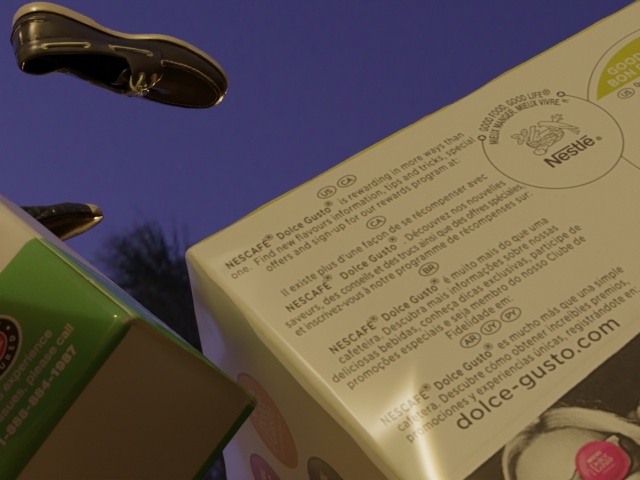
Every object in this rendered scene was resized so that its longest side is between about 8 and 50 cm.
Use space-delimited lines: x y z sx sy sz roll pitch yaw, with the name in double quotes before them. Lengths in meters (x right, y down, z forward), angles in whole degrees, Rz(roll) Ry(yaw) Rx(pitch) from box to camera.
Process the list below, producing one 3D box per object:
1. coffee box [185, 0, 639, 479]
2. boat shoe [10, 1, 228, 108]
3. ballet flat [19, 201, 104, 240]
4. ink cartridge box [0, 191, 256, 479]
"coffee box" 0.174 0.127 0.777 0.338 0.334 0.337 -30 -37 -21
"boat shoe" -0.179 -0.149 1.368 0.206 0.065 0.075 17 -45 -23
"ballet flat" -0.285 -0.023 1.448 0.173 0.049 0.057 -5 -29 -35
"ink cartridge box" -0.200 0.061 0.673 0.201 0.278 0.117 -53 -34 -4
